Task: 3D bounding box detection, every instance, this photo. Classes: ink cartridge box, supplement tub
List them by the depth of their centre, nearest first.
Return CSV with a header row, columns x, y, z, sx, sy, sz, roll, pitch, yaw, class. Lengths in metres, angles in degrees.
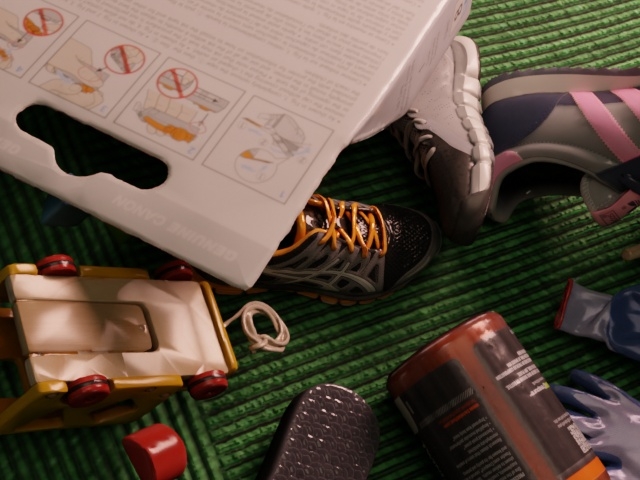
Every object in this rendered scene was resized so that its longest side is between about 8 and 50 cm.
x,y,z,sx,sy,sz,roll,pitch,yaw,class
0.140,0.158,0.790,0.106,0.106,0.198,-25,74,-26,supplement tub
-0.088,-0.148,0.837,0.308,0.091,0.385,25,59,13,ink cartridge box

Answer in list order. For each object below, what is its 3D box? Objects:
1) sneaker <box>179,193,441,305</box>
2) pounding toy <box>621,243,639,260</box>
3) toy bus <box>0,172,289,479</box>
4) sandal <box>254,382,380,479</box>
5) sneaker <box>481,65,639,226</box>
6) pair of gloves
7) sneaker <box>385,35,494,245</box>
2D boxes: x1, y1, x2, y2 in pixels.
x,y,z,sx,sy,sz,roll,pitch,yaw,class
0.000,0.000,0.838,0.214,0.083,0.084,-4,64,-21,sneaker
0.334,-0.019,0.929,0.130,0.100,0.141,43,50,-42,pounding toy
-0.147,0.077,0.742,0.202,0.104,0.191,43,36,-14,toy bus
-0.036,0.216,0.744,0.097,0.054,0.254,41,57,-6,sandal
0.275,-0.071,0.871,0.112,0.319,0.131,33,62,-50,sneaker
0.258,0.114,0.877,0.159,0.023,0.198,17,65,2,pair of gloves
0.069,-0.090,0.903,0.132,0.086,0.229,7,46,-6,sneaker
